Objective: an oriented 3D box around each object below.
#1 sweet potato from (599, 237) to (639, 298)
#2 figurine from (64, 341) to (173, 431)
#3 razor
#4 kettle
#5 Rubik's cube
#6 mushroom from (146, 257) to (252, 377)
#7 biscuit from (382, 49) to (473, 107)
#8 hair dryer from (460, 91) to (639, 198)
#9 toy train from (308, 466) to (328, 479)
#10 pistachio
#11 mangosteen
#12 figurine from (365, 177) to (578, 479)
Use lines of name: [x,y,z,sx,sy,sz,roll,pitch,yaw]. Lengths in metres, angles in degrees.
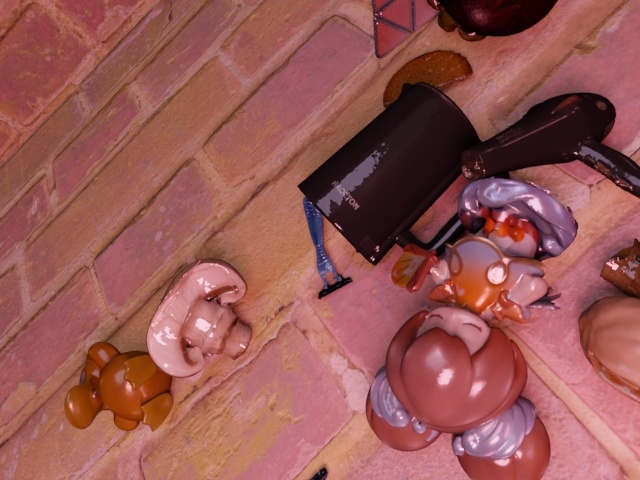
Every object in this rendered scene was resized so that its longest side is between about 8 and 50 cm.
sweet potato: [0.529,0.045,0.731,0.286,0.085,0.112,-4,51,33]
figurine: [-0.432,0.317,1.204,0.228,0.215,0.215,-14,54,10]
razor: [0.000,0.000,1.165,0.082,0.042,0.253,-30,49,19]
kettle: [0.148,-0.117,1.029,0.308,0.203,0.262,-43,45,1]
Rubik's cube: [0.202,-0.626,1.336,0.228,0.228,0.233,56,147,6]
mushroom: [-0.247,0.163,1.167,0.253,0.195,0.189,-60,15,-3]
biscuit: [0.236,-0.367,1.233,0.206,0.025,0.126,-14,56,27]
hair dryer: [0.422,-0.097,0.822,0.304,0.120,0.359,-23,49,-26]
toy train: [-0.015,0.416,0.935,0.083,0.017,0.017,-45,49,4]
pistachio: [0.437,0.152,0.707,0.152,0.126,0.223,-24,41,-26]
mangosteen: [0.338,-0.552,1.102,0.293,0.297,0.297,-3,62,31]
figurine: [0.222,0.131,0.819,0.277,0.248,0.388,8,59,41]
